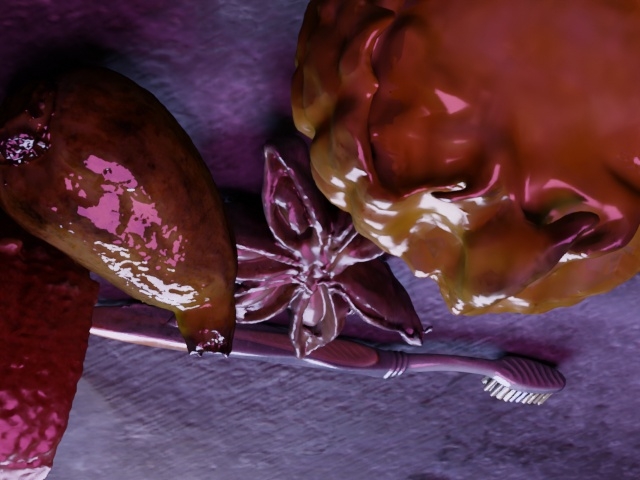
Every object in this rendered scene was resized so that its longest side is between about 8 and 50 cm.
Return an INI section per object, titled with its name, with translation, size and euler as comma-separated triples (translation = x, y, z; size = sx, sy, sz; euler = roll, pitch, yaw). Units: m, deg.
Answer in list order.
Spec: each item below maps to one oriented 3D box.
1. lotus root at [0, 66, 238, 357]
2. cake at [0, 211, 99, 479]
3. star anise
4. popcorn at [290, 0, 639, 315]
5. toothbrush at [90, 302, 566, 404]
[lotus root]
translation = -0.105, -0.016, 0.874
size = 0.108, 0.094, 0.190
euler = -20, 123, 39
[cake]
translation = -0.238, 0.108, 0.945
size = 0.151, 0.177, 0.283
euler = 16, 131, -27
[star anise]
translation = -0.016, 0.003, 0.968
size = 0.172, 0.063, 0.208
euler = -5, 142, 0
[popcorn]
translation = 0.106, -0.072, 0.794
size = 0.250, 0.190, 0.250
euler = 1, 107, 3
[toothbrush]
translation = 0.006, 0.078, 1.076
size = 0.375, 0.028, 0.037
euler = 10, 141, -23
